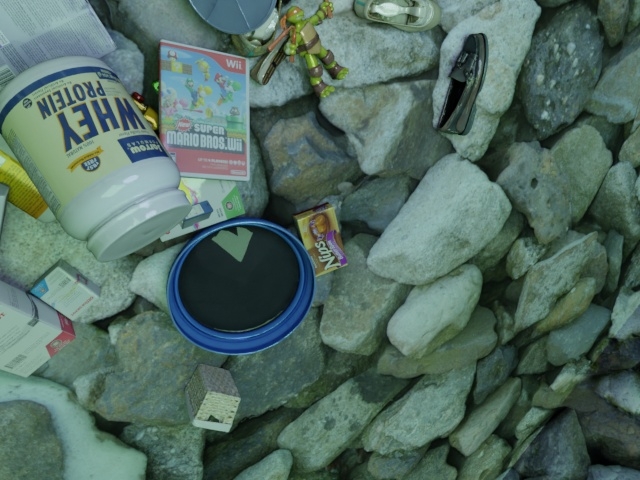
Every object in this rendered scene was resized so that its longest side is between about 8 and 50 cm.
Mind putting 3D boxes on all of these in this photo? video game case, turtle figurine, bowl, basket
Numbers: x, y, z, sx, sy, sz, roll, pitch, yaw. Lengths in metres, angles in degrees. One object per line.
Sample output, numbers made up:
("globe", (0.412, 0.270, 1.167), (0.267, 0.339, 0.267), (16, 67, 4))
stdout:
("video game case", (-0.253, -0.278, 1.086), (0.204, 0.025, 0.285), (0, 89, -33))
("turtle figurine", (-0.030, -0.442, 1.129), (0.217, 0.087, 0.269), (56, 48, -37))
("bowl", (-0.207, 0.121, 1.307), (0.391, 0.077, 0.391), (-7, 114, -15))
("basket", (-0.297, 0.430, 1.359), (0.113, 0.167, 0.103), (23, 97, -27))

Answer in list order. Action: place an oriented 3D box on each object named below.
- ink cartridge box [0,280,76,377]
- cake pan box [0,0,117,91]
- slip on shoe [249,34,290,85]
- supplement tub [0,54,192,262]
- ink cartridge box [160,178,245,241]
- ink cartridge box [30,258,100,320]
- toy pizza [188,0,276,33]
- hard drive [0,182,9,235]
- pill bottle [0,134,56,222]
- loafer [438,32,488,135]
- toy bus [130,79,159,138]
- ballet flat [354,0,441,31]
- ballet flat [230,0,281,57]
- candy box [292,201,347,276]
("ink cartridge box", (-0.701, 0.201, 1.107), (0.158, 0.092, 0.218), (-39, 144, -3))
("cake pan box", (-0.567, -0.426, 0.935), (0.245, 0.070, 0.267), (-31, 129, -5))
("slip on shoe", (-0.115, -0.426, 1.147), (0.135, 0.041, 0.051), (-59, 164, -1))
("supplement tub", (-0.415, -0.147, 0.925), (0.235, 0.235, 0.325), (-34, 89, -5))
("ink cartridge box", (-0.307, -0.110, 1.174), (0.212, 0.093, 0.154), (-19, 117, -12))
("ink cartridge box", (-0.605, 0.119, 1.174), (0.088, 0.052, 0.122), (-42, 118, -1))
("toy pizza", (-0.180, -0.518, 0.981), (0.201, 0.032, 0.201), (7, 131, 8))
("hard drive", (-0.781, -0.002, 0.985), (0.233, 0.047, 0.353), (16, 128, -26))
("pill bottle", (-0.589, -0.122, 1.032), (0.136, 0.136, 0.245), (-47, 119, 2))
("loafer", (0.380, -0.415, 1.319), (0.084, 0.096, 0.268), (-1, 114, -14))
("toy bus", (-0.383, -0.247, 1.080), (0.202, 0.104, 0.191), (-13, 115, -16))
("ballet flat", (0.203, -0.556, 1.195), (0.248, 0.086, 0.086), (-4, 112, -20))
("ballet flat", (-0.120, -0.570, 1.045), (0.123, 0.123, 0.349), (4, 109, -23))
("candy box", (0.000, 0.000, 1.361), (0.109, 0.053, 0.187), (-20, 116, -12))
